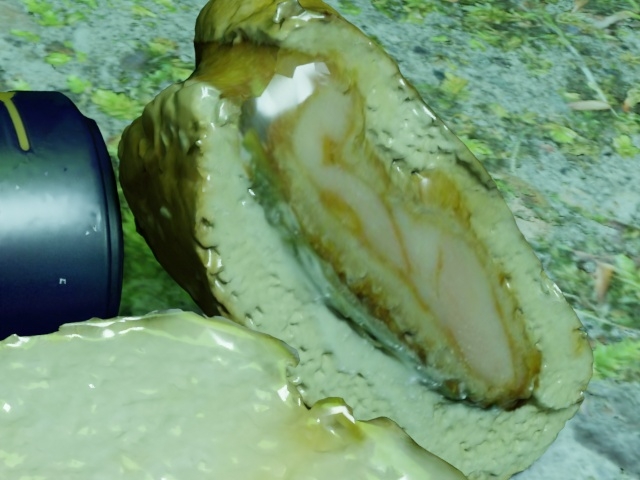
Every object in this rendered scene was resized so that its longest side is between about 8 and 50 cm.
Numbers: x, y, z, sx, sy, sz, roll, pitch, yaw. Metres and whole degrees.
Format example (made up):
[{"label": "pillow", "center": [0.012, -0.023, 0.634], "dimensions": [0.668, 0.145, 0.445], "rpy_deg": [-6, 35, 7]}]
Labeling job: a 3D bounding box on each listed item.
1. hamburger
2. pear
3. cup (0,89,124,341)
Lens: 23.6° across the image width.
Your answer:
[{"label": "hamburger", "center": [0.000, -0.002, 0.878], "dimensions": [0.162, 0.330, 0.209], "rpy_deg": [-48, 34, -5]}, {"label": "pear", "center": [-0.097, 0.219, 0.579], "dimensions": [0.340, 0.191, 0.386], "rpy_deg": [30, 42, 21]}, {"label": "cup", "center": [-0.264, -0.021, 0.852], "dimensions": [0.256, 0.178, 0.255], "rpy_deg": [-6, 42, -26]}]
